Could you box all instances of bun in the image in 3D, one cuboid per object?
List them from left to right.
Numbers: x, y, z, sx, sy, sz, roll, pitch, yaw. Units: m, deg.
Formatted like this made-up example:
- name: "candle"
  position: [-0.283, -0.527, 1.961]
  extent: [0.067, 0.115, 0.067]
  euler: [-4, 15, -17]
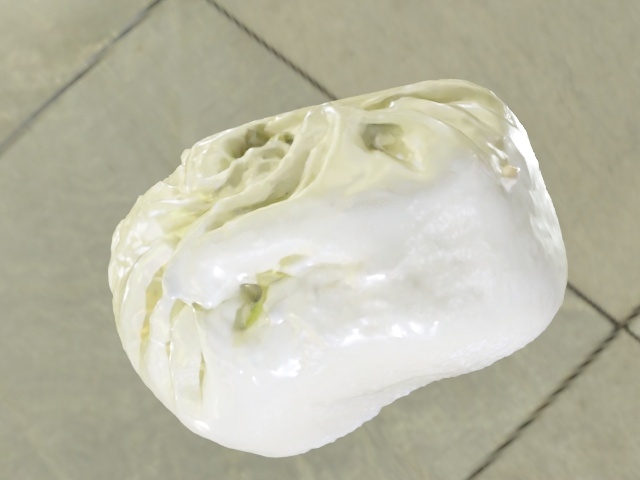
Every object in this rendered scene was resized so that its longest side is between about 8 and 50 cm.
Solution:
- name: "bun"
  position: [0.000, 0.000, 0.803]
  extent: [0.229, 0.145, 0.229]
  euler: [-23, 33, 16]
